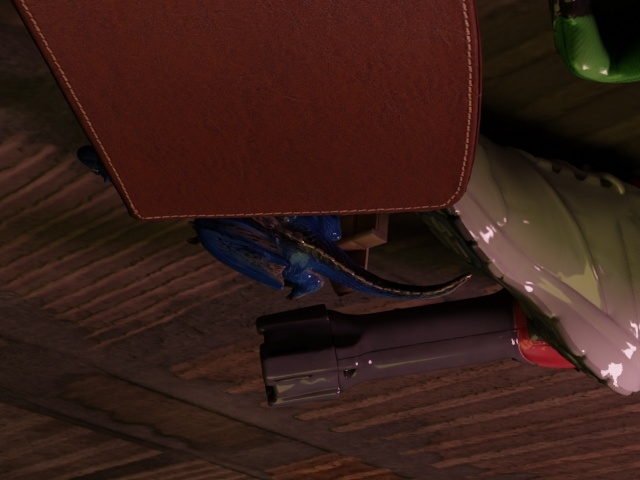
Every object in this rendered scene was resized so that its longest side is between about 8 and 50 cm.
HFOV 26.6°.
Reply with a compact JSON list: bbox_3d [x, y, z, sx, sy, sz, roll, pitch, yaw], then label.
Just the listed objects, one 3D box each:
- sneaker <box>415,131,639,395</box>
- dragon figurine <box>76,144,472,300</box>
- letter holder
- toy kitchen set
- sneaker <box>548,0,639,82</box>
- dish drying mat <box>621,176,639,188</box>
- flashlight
[{"bbox_3d":[0.164,-0.015,0.992,0.297,0.129,0.111,41,-179,-27],"label":"sneaker"},{"bbox_3d":[-0.039,-0.015,0.971,0.289,0.085,0.144,29,177,11],"label":"dragon figurine"},{"bbox_3d":[-0.024,-0.144,0.698,0.214,0.152,0.302,0,155,8],"label":"letter holder"},{"bbox_3d":[0.000,0.000,1.092,0.083,0.068,0.075,-19,145,42],"label":"toy kitchen set"},{"bbox_3d":[0.181,-0.186,0.566,0.134,0.146,0.343,7,154,-2],"label":"sneaker"},{"bbox_3d":[0.259,-0.030,1.045,0.083,0.008,0.032,21,150,-28],"label":"dish drying mat"},{"bbox_3d":[0.101,0.074,1.114,0.304,0.103,0.103,-9,136,-3],"label":"flashlight"}]
